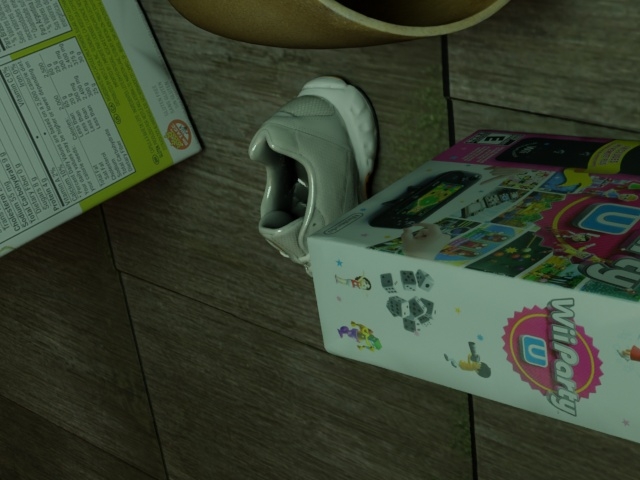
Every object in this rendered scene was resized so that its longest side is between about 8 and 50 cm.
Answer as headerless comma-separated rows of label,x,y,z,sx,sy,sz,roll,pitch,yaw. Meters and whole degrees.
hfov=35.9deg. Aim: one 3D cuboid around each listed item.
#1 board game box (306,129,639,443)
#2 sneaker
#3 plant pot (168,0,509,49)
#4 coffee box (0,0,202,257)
board game box,0.180,0.016,0.621,0.303,0.224,0.098,11,122,38
sneaker,0.000,0.000,0.856,0.099,0.121,0.263,3,119,43
plant pot,-0.015,-0.227,0.666,0.254,0.237,0.237,-6,113,62
coffee box,-0.392,-0.155,0.956,0.337,0.334,0.338,-7,112,46
